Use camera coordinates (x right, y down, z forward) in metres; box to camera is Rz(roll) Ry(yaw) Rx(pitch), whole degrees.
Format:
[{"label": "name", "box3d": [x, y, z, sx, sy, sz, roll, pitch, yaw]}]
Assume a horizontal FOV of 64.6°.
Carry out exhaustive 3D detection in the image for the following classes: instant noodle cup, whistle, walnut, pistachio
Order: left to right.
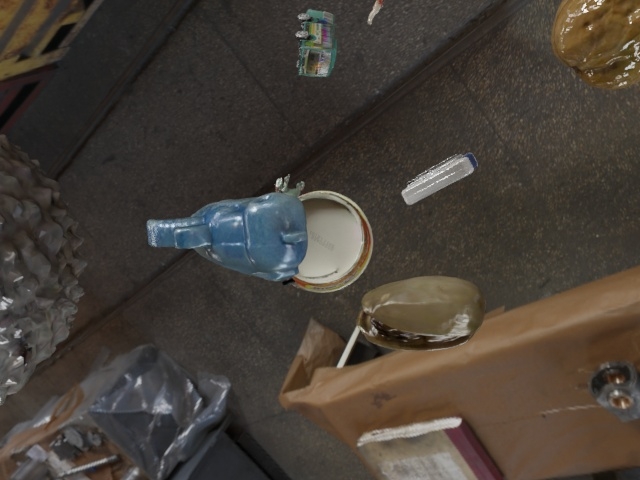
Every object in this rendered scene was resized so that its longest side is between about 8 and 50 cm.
[{"label": "whistle", "box3d": [-0.094, -0.012, 0.582, 0.269, 0.180, 0.093, 10, 108, 53]}, {"label": "instant noodle cup", "box3d": [0.000, 0.000, 0.954, 0.213, 0.174, 0.214, 0, 88, 2]}, {"label": "pistachio", "box3d": [0.159, 0.109, 0.791, 0.205, 0.131, 0.130, -1, 129, -10]}, {"label": "walnut", "box3d": [0.789, -0.577, 1.310, 0.306, 0.306, 0.344, 39, 110, -2]}]

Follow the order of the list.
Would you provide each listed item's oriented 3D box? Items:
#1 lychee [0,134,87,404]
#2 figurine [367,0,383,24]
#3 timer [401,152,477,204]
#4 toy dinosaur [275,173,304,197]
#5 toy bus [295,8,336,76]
[{"label": "lychee", "box3d": [-0.331, 0.014, 0.390, 0.299, 0.300, 0.300, 11, 123, 18]}, {"label": "figurine", "box3d": [0.134, -0.575, 1.211, 0.047, 0.064, 0.109, 20, 105, -8]}, {"label": "timer", "box3d": [0.405, -0.219, 1.735, 0.253, 0.178, 0.078, -28, 93, 27]}, {"label": "toy dinosaur", "box3d": [-0.084, -0.064, 1.220, 0.053, 0.242, 0.167, 7, 142, 6]}, {"label": "toy bus", "box3d": [-0.013, -0.517, 1.315, 0.109, 0.262, 0.091, 5, 135, -4]}]
